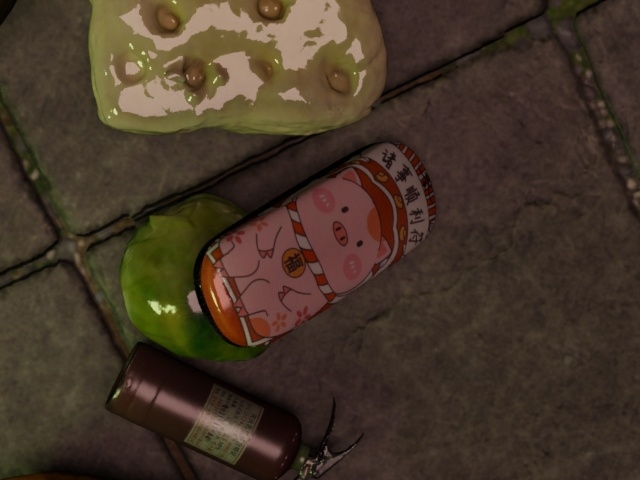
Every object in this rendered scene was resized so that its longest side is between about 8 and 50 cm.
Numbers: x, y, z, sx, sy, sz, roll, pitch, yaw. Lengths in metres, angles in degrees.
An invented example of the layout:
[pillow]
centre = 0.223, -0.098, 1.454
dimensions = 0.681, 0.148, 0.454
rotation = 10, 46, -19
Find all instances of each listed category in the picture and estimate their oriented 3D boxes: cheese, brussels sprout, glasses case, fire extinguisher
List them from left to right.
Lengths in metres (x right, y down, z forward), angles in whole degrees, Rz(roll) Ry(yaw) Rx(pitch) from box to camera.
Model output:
[brussels sprout]
centre = -0.104, 0.038, 1.462
dimensions = 0.152, 0.122, 0.149
rotation = -7, 102, -1
[cheese]
centre = -0.073, -0.169, 1.448
dimensions = 0.263, 0.093, 0.159
rotation = -2, 100, -4
[fire extinguisher]
centre = -0.075, 0.159, 1.511
dimensions = 0.231, 0.071, 0.099
rotation = 24, 85, -7
[glasses case]
centre = 0.000, 0.000, 1.432
dimensions = 0.267, 0.067, 0.103
rotation = -33, 108, -34

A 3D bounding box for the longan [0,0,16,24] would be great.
[longan]
centre = -0.403, -0.246, 1.323
dimensions = 0.350, 0.288, 0.288
rotation = -16, 100, -25

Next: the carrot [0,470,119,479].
[carrot]
centre = -0.159, 0.278, 1.506
dimensions = 0.302, 0.114, 0.114
rotation = 9, 98, -9
